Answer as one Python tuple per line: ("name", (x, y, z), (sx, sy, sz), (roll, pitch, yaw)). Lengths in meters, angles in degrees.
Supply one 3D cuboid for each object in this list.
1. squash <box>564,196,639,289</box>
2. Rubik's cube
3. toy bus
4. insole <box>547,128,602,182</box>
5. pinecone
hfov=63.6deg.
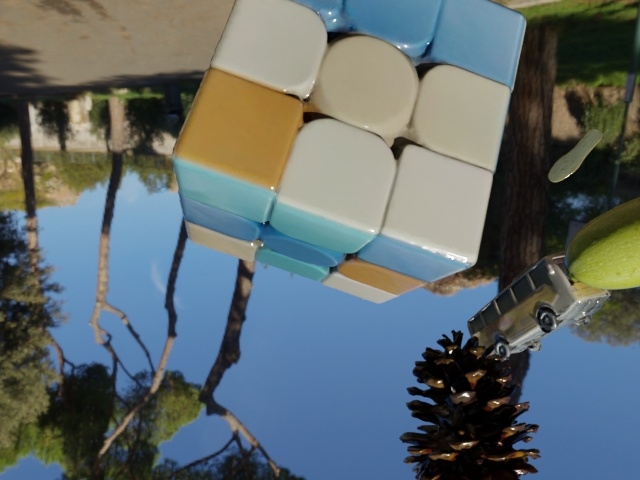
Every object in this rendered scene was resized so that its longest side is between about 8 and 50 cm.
("squash", (0.493, -0.002, 0.783), (0.247, 0.133, 0.132), (-24, 179, 34))
("Rubik's cube", (0.024, -0.139, 0.720), (0.344, 0.347, 0.346), (18, 165, -6))
("toy bus", (0.438, 0.152, 1.079), (0.097, 0.343, 0.138), (-6, -121, -20))
("insole", (0.720, -0.239, 1.461), (0.004, 0.188, 0.064), (29, -166, -50))
("pinecone", (0.253, 0.305, 0.913), (0.246, 0.292, 0.246), (-6, 167, -1))
